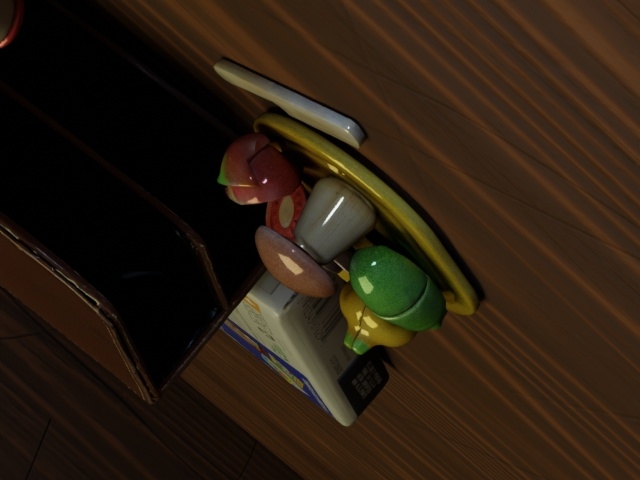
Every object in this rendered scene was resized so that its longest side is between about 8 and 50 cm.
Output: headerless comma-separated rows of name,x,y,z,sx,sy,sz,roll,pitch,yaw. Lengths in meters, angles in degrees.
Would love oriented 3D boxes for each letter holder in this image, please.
letter holder,-0.182,-0.070,1.135,0.302,0.152,0.214,36,168,14

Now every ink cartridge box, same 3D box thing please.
ink cartridge box,-0.101,-0.005,1.398,0.307,0.072,0.303,38,172,20

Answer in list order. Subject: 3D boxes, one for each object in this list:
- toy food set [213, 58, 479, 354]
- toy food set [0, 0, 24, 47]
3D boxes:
toy food set,0.000,0.000,1.003,0.128,0.071,0.218,31,168,38
toy food set,-0.203,-0.155,0.975,0.232,0.111,0.104,17,-170,39
